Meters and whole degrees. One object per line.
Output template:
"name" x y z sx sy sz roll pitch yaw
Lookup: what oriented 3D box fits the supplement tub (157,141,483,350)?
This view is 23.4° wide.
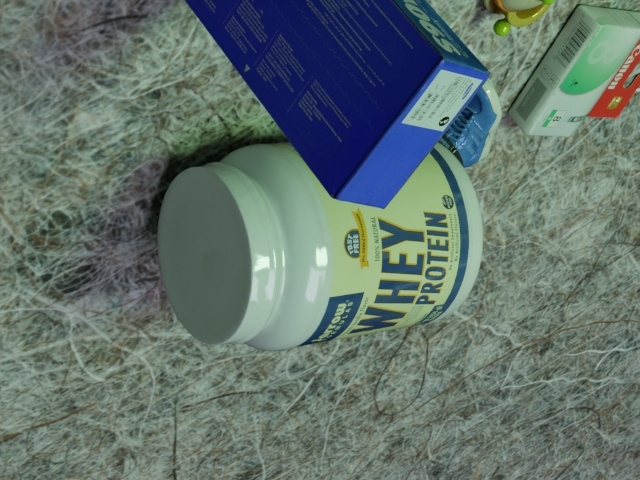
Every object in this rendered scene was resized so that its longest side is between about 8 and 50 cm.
"supplement tub" 0.000 0.000 1.792 0.324 0.235 0.235 -8 138 -36

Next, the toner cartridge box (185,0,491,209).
"toner cartridge box" -0.005 -0.206 1.428 0.075 0.348 0.165 11 126 -49

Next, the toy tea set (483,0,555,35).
"toy tea set" 0.309 -0.352 1.718 0.336 0.124 0.200 -44 150 13

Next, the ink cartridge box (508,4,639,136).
"ink cartridge box" 0.375 -0.216 2.025 0.224 0.056 0.181 0 133 -39

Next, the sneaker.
"sneaker" 0.173 -0.137 1.936 0.084 0.058 0.152 -31 154 -22
